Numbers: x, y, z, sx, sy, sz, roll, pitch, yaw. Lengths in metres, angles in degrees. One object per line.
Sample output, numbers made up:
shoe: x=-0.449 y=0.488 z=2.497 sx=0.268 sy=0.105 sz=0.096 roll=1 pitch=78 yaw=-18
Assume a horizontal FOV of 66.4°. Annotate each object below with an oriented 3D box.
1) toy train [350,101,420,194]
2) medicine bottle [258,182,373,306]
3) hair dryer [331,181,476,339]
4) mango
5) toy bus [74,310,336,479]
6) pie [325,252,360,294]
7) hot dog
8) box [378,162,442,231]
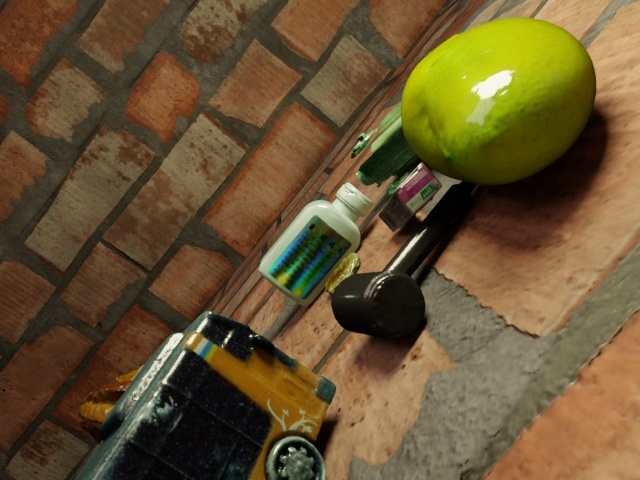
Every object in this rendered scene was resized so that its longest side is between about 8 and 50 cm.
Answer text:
toy train: x=0.173 y=-0.208 z=0.845 sx=0.307 sy=0.126 sz=0.189 roll=-40 pitch=16 yaw=51
medicine bottle: x=0.000 y=0.000 z=0.895 sx=0.229 sy=0.121 sz=0.083 roll=-50 pitch=10 yaw=8
hair dryer: x=0.121 y=0.009 z=0.559 sx=0.248 sy=0.070 sz=0.114 roll=-46 pitch=7 yaw=-16
mango: x=0.188 y=-0.148 z=0.522 sx=0.185 sy=0.149 sz=0.273 roll=-36 pitch=20 yaw=4
toy bus: x=-0.128 y=0.239 z=0.438 sx=0.162 sy=0.194 sz=0.323 roll=-44 pitch=13 yaw=43
pie: x=0.038 y=0.056 z=0.826 sx=0.084 sy=0.020 sz=0.084 roll=-50 pitch=11 yaw=13
hot dog: x=-0.293 y=0.287 z=0.912 sx=0.267 sy=0.174 sz=0.387 roll=-36 pitch=-9 yaw=-38
box: x=0.115 y=-0.050 z=0.656 sx=0.050 sy=0.041 sz=0.207 roll=-42 pitch=-5 yaw=-2
